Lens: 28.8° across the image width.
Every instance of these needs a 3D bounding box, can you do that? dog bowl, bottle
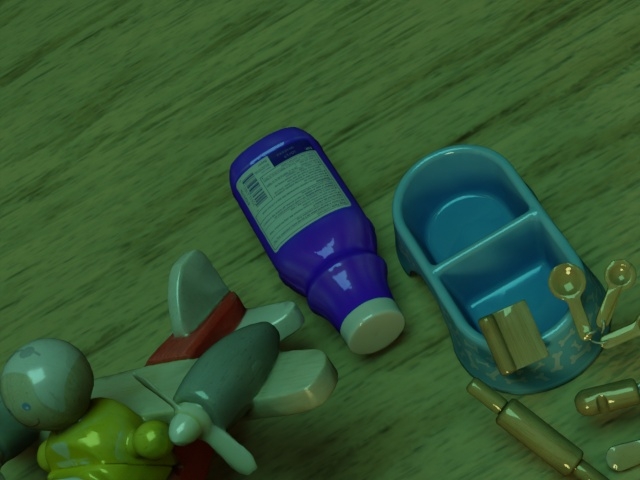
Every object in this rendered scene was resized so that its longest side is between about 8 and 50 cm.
[{"bbox_3d":[0.176,0.018,1.290,0.166,0.074,0.297,-30,52,2],"label":"dog bowl"},{"bbox_3d":[0.000,0.000,1.360,0.118,0.092,0.283,-33,53,0],"label":"bottle"}]

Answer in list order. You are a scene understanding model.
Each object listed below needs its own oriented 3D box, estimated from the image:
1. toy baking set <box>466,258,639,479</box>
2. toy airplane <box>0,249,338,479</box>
[{"bbox_3d":[0.267,0.132,1.155,0.256,0.030,0.197,42,96,9],"label":"toy baking set"},{"bbox_3d":[-0.183,0.163,1.215,0.386,0.272,0.384,-45,33,7],"label":"toy airplane"}]
